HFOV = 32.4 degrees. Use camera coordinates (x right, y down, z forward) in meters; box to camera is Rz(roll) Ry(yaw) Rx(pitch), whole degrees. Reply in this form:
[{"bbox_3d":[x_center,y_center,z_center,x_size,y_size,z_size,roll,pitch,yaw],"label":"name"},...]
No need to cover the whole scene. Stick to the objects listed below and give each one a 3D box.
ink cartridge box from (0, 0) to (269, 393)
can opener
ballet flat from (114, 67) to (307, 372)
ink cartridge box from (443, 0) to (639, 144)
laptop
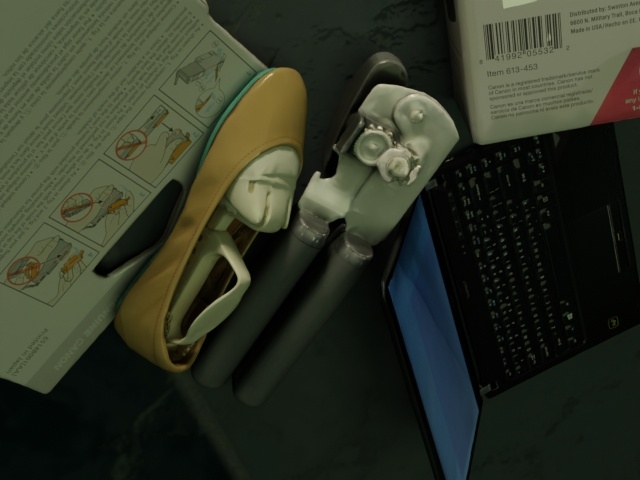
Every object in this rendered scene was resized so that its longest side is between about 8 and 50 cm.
[{"bbox_3d":[-0.183,-0.053,0.714,0.296,0.066,0.261,-48,147,3],"label":"ink cartridge box"},{"bbox_3d":[0.000,0.000,0.805,0.074,0.093,0.280,27,109,-19],"label":"can opener"},{"bbox_3d":[-0.060,-0.007,0.766,0.080,0.073,0.232,8,119,-53],"label":"ballet flat"},{"bbox_3d":[0.168,-0.202,0.745,0.171,0.100,0.237,-10,118,2],"label":"ink cartridge box"},{"bbox_3d":[0.164,0.051,0.860,0.264,0.136,0.234,-24,120,-11],"label":"laptop"}]
